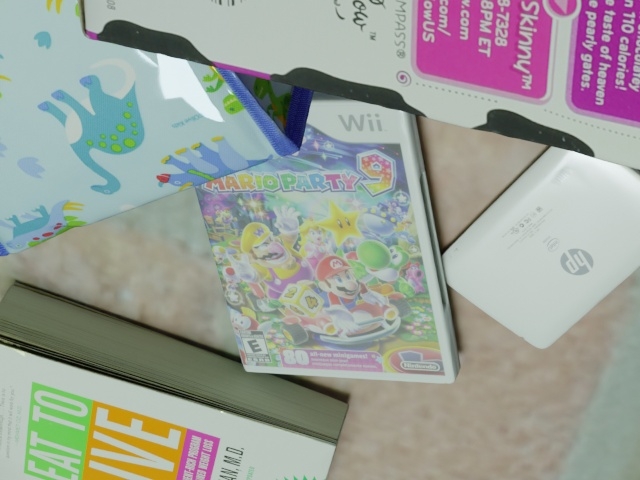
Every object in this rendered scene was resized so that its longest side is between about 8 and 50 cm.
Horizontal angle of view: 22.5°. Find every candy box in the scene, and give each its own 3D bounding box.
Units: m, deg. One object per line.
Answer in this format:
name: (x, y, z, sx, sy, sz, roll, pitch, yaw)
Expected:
candy box: (0.081, -0.083, 0.380, 0.233, 0.159, 0.071, 15, 125, 24)

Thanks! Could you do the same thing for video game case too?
video game case: (0.000, 0.000, 0.586, 0.087, 0.011, 0.122, 2, 125, 22)

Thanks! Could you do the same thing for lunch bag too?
lunch bag: (-0.088, -0.085, 0.502, 0.128, 0.096, 0.151, -20, 126, 29)

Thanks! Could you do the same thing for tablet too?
tablet: (0.084, 0.001, 0.567, 0.054, 0.006, 0.083, 36, 128, -10)

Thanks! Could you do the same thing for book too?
book: (-0.068, 0.082, 0.661, 0.144, 0.035, 0.096, 17, 132, 3)
